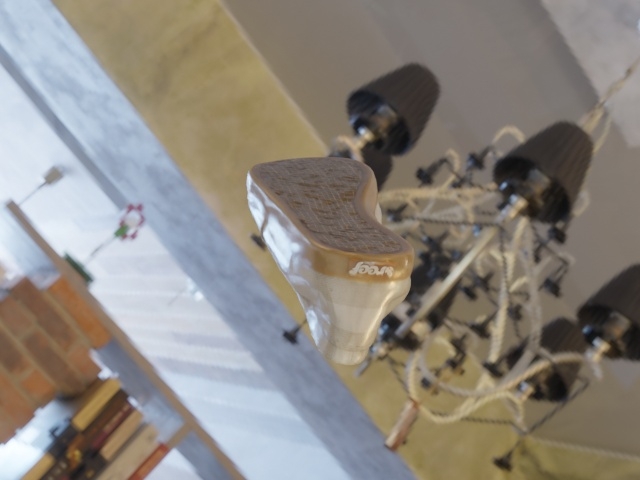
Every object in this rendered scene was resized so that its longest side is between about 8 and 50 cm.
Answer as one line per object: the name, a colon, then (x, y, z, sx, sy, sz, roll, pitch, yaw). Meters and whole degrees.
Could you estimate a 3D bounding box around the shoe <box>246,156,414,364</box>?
shoe: (0.000, 0.000, 0.602, 0.219, 0.077, 0.058, -113, -156, -70)
